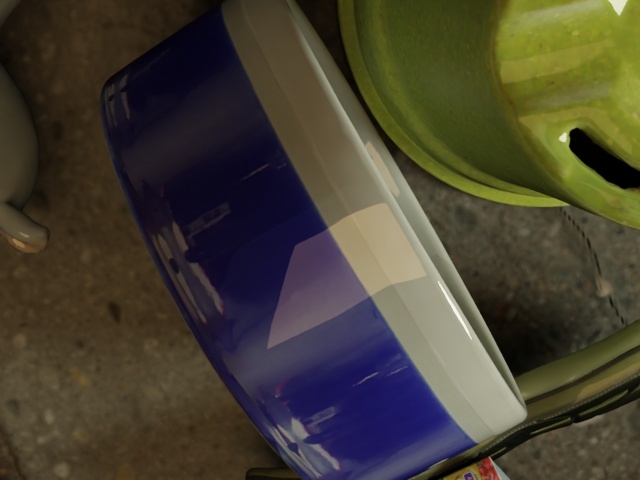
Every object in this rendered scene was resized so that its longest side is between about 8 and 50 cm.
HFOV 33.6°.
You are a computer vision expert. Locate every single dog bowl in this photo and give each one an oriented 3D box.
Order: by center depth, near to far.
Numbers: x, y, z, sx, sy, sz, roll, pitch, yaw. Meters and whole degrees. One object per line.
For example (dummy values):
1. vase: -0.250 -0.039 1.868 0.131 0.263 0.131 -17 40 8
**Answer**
1. dog bowl: 0.000 0.000 0.563 0.104 0.265 0.264 -30 105 8

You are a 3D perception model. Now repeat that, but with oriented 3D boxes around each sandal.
1. sandal: 0.092 0.102 0.692 0.303 0.120 0.086 -24 72 4

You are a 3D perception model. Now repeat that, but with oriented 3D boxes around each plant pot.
1. plant pot: 0.153 -0.120 0.540 0.276 0.254 0.276 -1 107 -3

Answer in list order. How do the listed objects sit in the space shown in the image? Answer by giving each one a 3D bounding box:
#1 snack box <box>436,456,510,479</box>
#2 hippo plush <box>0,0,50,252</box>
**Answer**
1. snack box: 0.079 0.184 0.690 0.100 0.141 0.037 -27 67 5
2. hippo plush: -0.248 -0.114 0.582 0.294 0.234 0.236 -25 134 -38
